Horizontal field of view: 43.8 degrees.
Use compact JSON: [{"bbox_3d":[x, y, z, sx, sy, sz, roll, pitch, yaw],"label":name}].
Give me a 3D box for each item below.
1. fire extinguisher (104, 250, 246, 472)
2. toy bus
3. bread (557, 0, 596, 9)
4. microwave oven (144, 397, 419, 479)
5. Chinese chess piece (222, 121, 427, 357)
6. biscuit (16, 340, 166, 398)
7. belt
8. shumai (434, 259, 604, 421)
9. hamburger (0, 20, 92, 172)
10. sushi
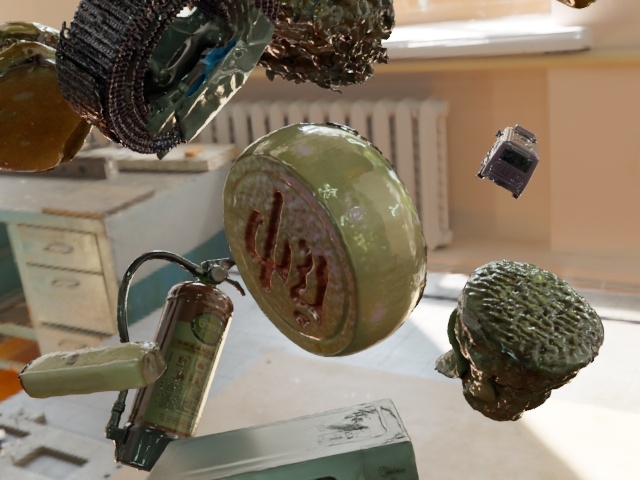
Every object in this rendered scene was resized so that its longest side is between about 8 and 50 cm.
[{"bbox_3d":[-0.233,0.167,1.248,0.113,0.200,0.376,-1,62,37],"label":"fire extinguisher"},{"bbox_3d":[0.378,-0.161,1.580,0.096,0.108,0.199,30,22,5],"label":"toy bus"},{"bbox_3d":[0.409,-0.499,1.393,0.091,0.142,0.305,-19,33,-5],"label":"bread"},{"bbox_3d":[-0.033,0.315,0.912,0.294,0.181,0.237,-11,0,-1],"label":"microwave oven"},{"bbox_3d":[0.000,0.000,0.911,0.112,0.270,0.270,-26,26,-31],"label":"Chinese chess piece"},{"bbox_3d":[-0.289,0.166,1.003,0.187,0.052,0.056,-10,15,18],"label":"biscuit"},{"bbox_3d":[-0.188,-0.265,1.039,0.122,0.260,0.325,32,72,24],"label":"belt"},{"bbox_3d":[0.469,0.283,1.937,0.394,0.348,0.395,9,30,-5],"label":"shumai"},{"bbox_3d":[-0.455,-0.220,1.225,0.244,0.244,0.163,-18,58,-32],"label":"hamburger"},{"bbox_3d":[-0.048,-0.428,1.496,0.417,0.176,0.417,19,-8,3],"label":"sushi"}]
